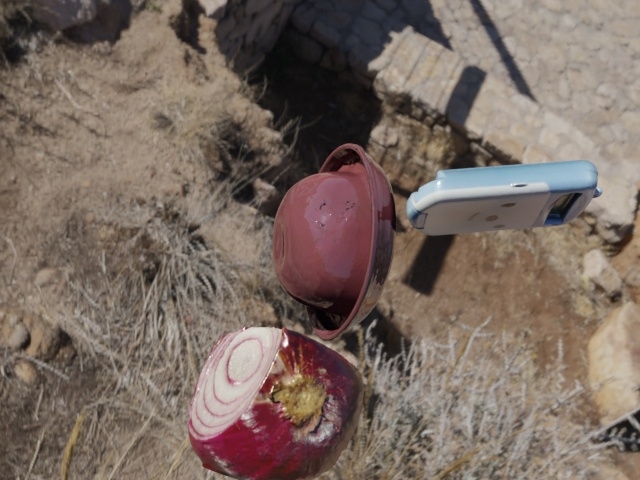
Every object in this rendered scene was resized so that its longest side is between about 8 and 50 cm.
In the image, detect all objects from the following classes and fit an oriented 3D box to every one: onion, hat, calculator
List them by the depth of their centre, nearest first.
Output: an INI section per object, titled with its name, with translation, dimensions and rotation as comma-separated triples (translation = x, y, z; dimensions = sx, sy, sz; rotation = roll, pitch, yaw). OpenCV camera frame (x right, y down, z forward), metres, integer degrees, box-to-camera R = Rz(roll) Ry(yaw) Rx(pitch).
[hat]
translation = 0.000, 0.000, 0.734
dimensions = 0.089, 0.205, 0.206
rotation = 5, 57, -22
[calculator]
translation = 0.197, -0.044, 0.792
dimensions = 0.210, 0.121, 0.039
rotation = -4, 71, 0
[onion]
translation = -0.056, 0.243, 1.024
dimensions = 0.207, 0.216, 0.206
rotation = 31, 71, -21
